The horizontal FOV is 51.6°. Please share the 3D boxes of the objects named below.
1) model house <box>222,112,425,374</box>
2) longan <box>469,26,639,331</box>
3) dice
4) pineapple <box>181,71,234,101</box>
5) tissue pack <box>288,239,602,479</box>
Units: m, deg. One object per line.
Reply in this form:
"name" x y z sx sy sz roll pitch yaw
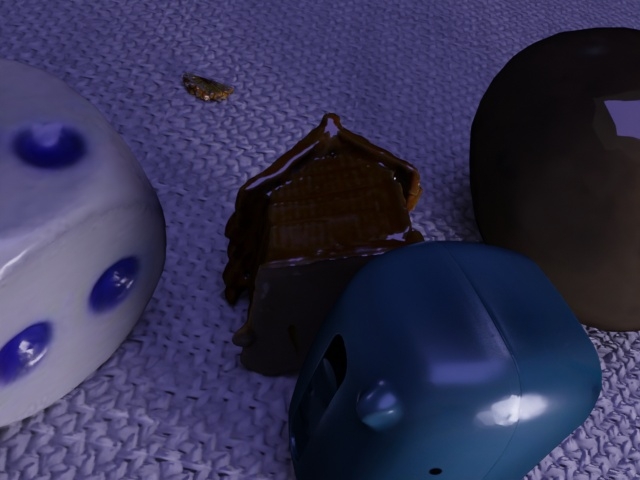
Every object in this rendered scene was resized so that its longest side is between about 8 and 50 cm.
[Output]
"model house" 0.000 0.001 0.745 0.219 0.199 0.229 2 47 -6
"longan" 0.371 -0.088 0.871 0.404 0.336 0.405 25 56 -43
"dice" -0.322 -0.004 0.628 0.259 0.243 0.251 34 48 16
"pineapple" -0.178 -0.236 1.027 0.083 0.019 0.045 18 44 -6
"tissue pack" 0.080 0.142 0.590 0.206 0.287 0.198 0 48 -24
